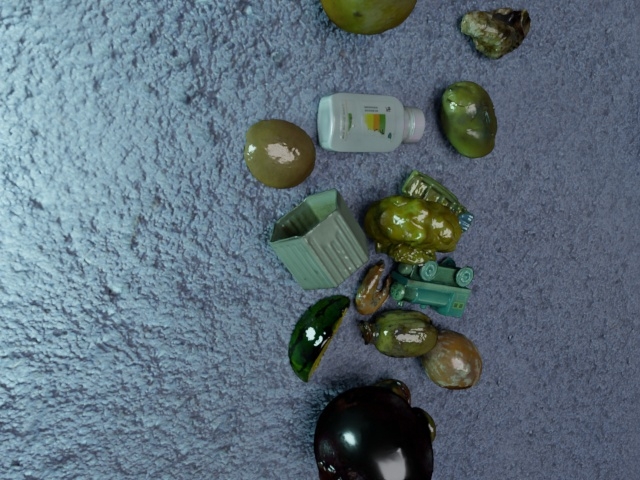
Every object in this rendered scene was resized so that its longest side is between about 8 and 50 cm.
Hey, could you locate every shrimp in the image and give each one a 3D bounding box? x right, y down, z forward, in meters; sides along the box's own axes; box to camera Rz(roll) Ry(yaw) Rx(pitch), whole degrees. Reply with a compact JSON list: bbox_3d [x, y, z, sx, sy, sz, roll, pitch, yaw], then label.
[{"bbox_3d":[0.173,0.151,1.465,0.133,0.052,0.187,15,100,-47],"label":"shrimp"}]

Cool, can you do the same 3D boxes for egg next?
[{"bbox_3d":[0.439,0.403,1.553,0.233,0.195,0.195,43,83,-28],"label":"egg"}]

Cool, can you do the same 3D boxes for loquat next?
[{"bbox_3d":[0.127,-0.654,1.131,0.276,0.284,0.275,-4,103,-17],"label":"loquat"}]

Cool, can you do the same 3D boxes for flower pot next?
[{"bbox_3d":[0.000,0.000,1.259,0.239,0.209,0.189,-41,115,-12],"label":"flower pot"}]

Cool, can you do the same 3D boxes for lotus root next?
[{"bbox_3d":[0.238,0.298,1.465,0.278,0.154,0.153,1,101,-12],"label":"lotus root"}]

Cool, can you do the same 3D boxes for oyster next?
[{"bbox_3d":[0.573,-0.667,1.434,0.294,0.094,0.166,-31,104,-21],"label":"oyster"}]

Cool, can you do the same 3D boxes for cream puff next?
[{"bbox_3d":[0.261,-0.019,1.339,0.282,0.282,0.185,16,79,-26],"label":"cream puff"}]

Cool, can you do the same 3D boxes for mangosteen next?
[{"bbox_3d":[0.191,0.621,1.408,0.435,0.382,0.381,-19,109,-36],"label":"mangosteen"}]

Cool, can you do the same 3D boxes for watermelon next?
[{"bbox_3d":[-0.006,0.292,1.401,0.301,0.123,0.129,-60,148,-3],"label":"watermelon"}]

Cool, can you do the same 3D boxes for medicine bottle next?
[{"bbox_3d":[0.144,-0.330,1.304,0.297,0.111,0.161,-3,103,-24],"label":"medicine bottle"}]

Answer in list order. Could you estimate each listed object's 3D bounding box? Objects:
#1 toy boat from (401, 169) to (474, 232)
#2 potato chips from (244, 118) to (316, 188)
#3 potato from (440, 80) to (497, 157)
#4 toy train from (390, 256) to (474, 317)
[{"bbox_3d":[0.364,-0.122,1.465,0.276,0.084,0.111,31,91,-23],"label":"toy boat"},{"bbox_3d":[-0.103,-0.235,1.244,0.195,0.062,0.208,-41,116,-8],"label":"potato chips"},{"bbox_3d":[0.462,-0.370,1.415,0.169,0.143,0.248,-30,113,-4],"label":"potato"},{"bbox_3d":[0.364,0.146,1.500,0.298,0.120,0.194,11,102,-28],"label":"toy train"}]
